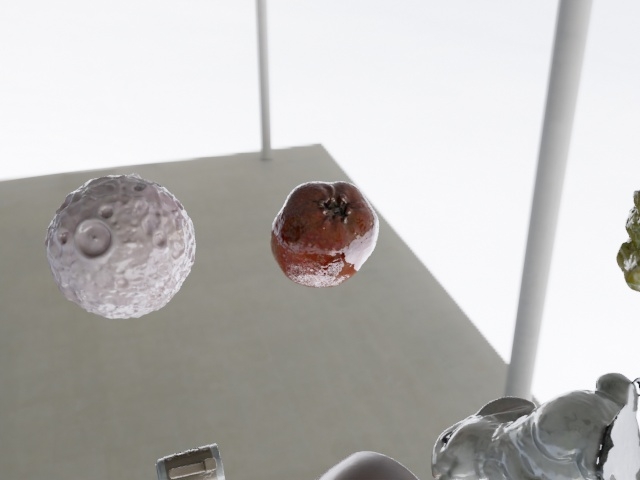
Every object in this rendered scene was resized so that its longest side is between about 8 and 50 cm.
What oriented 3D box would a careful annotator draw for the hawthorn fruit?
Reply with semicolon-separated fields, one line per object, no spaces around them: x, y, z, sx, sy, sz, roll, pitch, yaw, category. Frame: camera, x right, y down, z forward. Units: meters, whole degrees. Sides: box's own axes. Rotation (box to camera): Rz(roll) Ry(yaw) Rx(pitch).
0.000;0.000;1.551;0.205;0.253;0.205;7;-120;-12;hawthorn fruit

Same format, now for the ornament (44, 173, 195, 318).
-0.349;0.009;1.402;0.260;0.259;0.225;6;176;10;ornament

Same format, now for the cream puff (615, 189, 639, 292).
0.466;-0.009;0.996;0.195;0.194;0.221;-9;-156;-16;cream puff

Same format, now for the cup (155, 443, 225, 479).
-0.201;0.369;1.246;0.099;0.074;0.102;-11;-174;-14;cup

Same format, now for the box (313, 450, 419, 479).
0.072;0.538;1.435;0.301;0.300;0.216;12;-150;22;box

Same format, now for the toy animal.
0.366;0.350;1.371;0.357;0.194;0.257;-7;-142;44;toy animal
